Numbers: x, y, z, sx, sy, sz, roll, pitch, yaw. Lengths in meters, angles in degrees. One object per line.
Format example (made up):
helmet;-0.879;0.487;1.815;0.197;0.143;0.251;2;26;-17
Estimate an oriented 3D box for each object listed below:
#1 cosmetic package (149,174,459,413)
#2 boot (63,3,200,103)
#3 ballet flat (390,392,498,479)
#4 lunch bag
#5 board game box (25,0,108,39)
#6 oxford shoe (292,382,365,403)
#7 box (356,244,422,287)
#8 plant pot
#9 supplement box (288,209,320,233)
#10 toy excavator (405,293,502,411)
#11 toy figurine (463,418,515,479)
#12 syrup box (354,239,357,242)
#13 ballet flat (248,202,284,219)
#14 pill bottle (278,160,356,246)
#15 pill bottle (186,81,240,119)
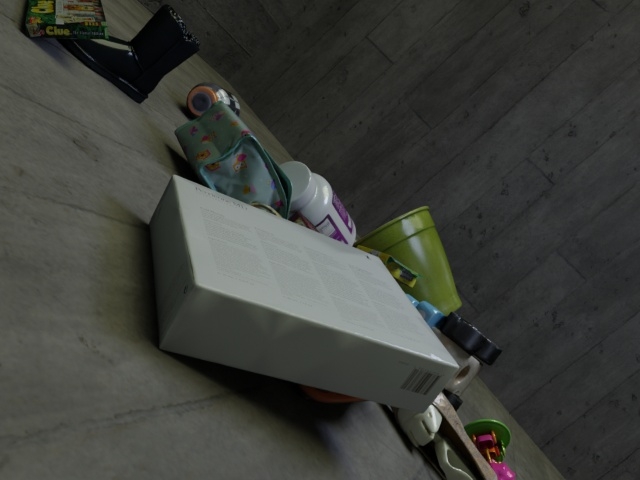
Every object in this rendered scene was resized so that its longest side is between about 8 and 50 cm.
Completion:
cosmetic package;-0.033;0.070;0.774;0.377;0.098;0.284;22;22;-28
boot;-0.400;-0.435;1.224;0.246;0.207;0.094;37;14;-53
ballet flat;0.227;0.379;1.086;0.316;0.107;0.106;48;21;5
lunch bag;-0.170;-0.140;1.242;0.262;0.160;0.223;57;-4;-39
board game box;-0.489;-0.438;1.102;0.260;0.136;0.030;-123;-148;-49
oxford shoe;0.061;0.215;0.942;0.363;0.132;0.130;2;51;-54
box;0.164;0.064;1.403;0.105;0.043;0.179;31;-7;-26
plant pot;0.298;0.127;1.960;0.353;0.366;0.366;61;10;8
supplement box;-0.033;0.033;1.319;0.081;0.104;0.188;41;11;-47
toy excavator;0.180;0.204;1.456;0.445;0.222;0.433;37;0;38
toy figurine;0.402;0.539;1.335;0.159;0.130;0.173;-87;161;-60
syrup box;0.055;0.002;2.001;0.096;0.093;0.237;49;7;11
ballet flat;-0.040;0.061;1.153;0.348;0.123;0.123;47;8;-10
pill bottle;-0.028;-0.073;1.502;0.169;0.169;0.301;54;1;36
pill bottle;-0.337;-0.419;1.778;0.130;0.130;0.246;48;7;-3
